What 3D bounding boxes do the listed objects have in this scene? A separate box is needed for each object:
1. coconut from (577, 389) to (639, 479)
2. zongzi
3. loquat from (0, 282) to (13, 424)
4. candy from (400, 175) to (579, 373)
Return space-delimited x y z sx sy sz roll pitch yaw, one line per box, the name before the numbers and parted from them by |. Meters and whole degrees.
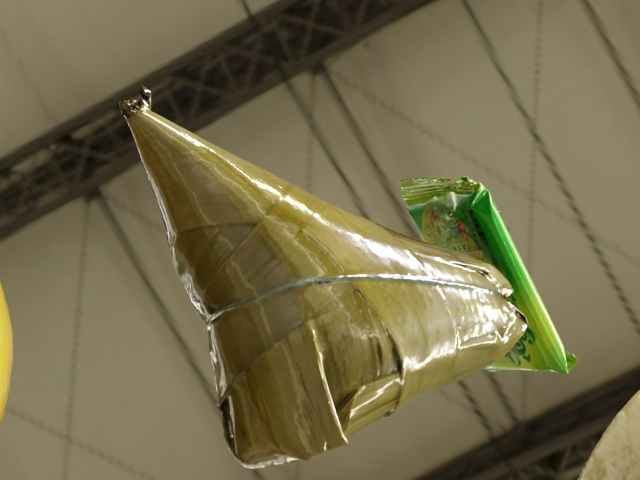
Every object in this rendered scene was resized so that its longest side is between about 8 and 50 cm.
coconut | 0.256 0.155 0.794 0.259 0.259 0.259 11 -65 26
zongzi | 0.000 0.000 1.027 0.115 0.228 0.256 -35 -100 47
loquat | -0.343 0.090 0.863 0.328 0.328 0.359 9 -92 26
candy | 0.125 0.028 1.208 0.102 0.032 0.178 -8 -67 57
